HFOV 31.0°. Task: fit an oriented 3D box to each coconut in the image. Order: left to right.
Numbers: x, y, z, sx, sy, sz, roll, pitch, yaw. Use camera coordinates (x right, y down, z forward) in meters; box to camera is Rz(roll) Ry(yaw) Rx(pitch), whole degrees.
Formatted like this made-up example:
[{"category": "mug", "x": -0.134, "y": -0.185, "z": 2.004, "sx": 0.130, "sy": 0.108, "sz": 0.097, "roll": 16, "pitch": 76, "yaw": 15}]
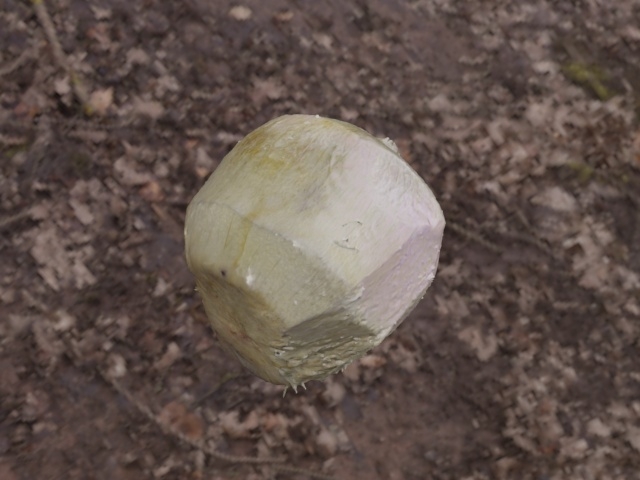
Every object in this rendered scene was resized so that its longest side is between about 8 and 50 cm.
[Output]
[{"category": "coconut", "x": -0.001, "y": -0.002, "z": 0.832, "sx": 0.194, "sy": 0.194, "sz": 0.194, "roll": 26, "pitch": 46, "yaw": -31}]
